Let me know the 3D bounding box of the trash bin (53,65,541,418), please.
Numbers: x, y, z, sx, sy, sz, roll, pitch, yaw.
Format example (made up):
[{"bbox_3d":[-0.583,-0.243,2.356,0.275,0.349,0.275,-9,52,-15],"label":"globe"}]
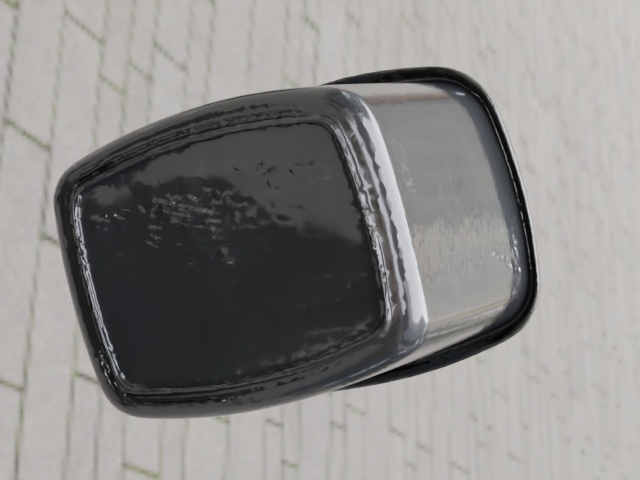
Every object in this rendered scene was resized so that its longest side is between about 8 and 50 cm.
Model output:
[{"bbox_3d":[0.000,0.000,0.802,0.290,0.209,0.182,-12,89,-71],"label":"trash bin"}]
